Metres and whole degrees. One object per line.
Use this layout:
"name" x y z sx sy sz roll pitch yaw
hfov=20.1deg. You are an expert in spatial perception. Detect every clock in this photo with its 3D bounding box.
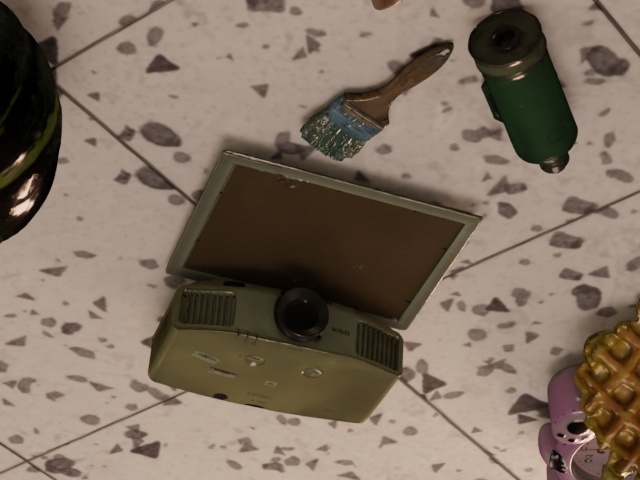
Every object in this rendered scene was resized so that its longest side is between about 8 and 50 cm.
"clock" 0.381 0.244 2.203 0.227 0.090 0.248 1 141 0

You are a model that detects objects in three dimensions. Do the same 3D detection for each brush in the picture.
"brush" 0.064 -0.143 1.813 0.070 0.021 0.196 30 131 -31

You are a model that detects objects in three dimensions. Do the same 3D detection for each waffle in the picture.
"waffle" 0.414 0.179 2.063 0.238 0.059 0.243 -8 95 4

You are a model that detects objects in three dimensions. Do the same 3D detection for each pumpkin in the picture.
"pumpkin" -0.406 -0.111 1.698 0.323 0.241 0.323 1 137 1

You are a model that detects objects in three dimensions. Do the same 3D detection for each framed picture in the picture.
"framed picture" 0.000 0.000 1.981 0.296 0.019 0.232 15 141 -14

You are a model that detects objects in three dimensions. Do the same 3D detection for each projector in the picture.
"projector" -0.048 0.119 2.054 0.269 0.088 0.193 13 148 -13

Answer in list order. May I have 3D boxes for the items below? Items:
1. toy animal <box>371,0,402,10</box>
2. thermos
"toy animal" 0.144 -0.308 1.534 0.248 0.149 0.165 -14 123 1
"thermos" 0.202 -0.136 1.777 0.083 0.073 0.187 -14 137 15
